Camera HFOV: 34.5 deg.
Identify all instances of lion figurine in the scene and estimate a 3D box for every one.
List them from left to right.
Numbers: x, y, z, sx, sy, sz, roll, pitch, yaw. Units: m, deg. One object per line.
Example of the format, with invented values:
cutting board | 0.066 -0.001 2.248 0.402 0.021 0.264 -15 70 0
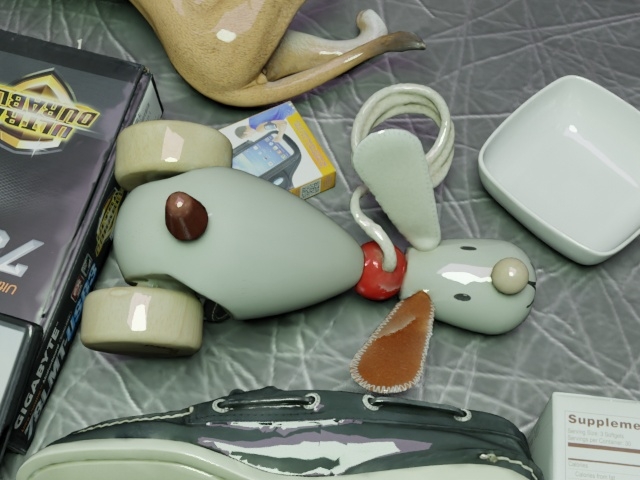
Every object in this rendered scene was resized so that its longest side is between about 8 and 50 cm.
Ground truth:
lion figurine | -0.122 -0.229 0.879 0.240 0.142 0.392 -41 73 -15

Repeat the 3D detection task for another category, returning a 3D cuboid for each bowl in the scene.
bowl | 0.209 -0.052 0.838 0.142 0.053 0.142 42 66 18

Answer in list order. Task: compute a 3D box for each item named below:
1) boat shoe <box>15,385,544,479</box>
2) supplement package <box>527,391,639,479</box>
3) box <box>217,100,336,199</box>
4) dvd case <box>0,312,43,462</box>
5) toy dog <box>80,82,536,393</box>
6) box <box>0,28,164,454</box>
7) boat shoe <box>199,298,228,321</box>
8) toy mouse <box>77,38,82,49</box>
boat shoe | -0.024 0.148 0.677 0.340 0.127 0.113 -4 30 14
supplement package | 0.189 0.203 0.659 0.105 0.105 0.179 6 59 3
box | -0.065 -0.055 0.841 0.136 0.028 0.081 -24 64 -18
dvd case | -0.301 0.150 0.662 0.180 0.022 0.253 16 82 6
toy dog | 0.000 0.000 0.697 0.333 0.161 0.220 -14 85 -17
box | -0.304 -0.026 0.766 0.295 0.073 0.293 16 68 8
boat shoe | -0.043 0.020 0.790 0.038 0.046 0.125 32 55 20
toy mouse | -0.253 -0.108 0.860 0.143 0.031 0.161 9 60 2
